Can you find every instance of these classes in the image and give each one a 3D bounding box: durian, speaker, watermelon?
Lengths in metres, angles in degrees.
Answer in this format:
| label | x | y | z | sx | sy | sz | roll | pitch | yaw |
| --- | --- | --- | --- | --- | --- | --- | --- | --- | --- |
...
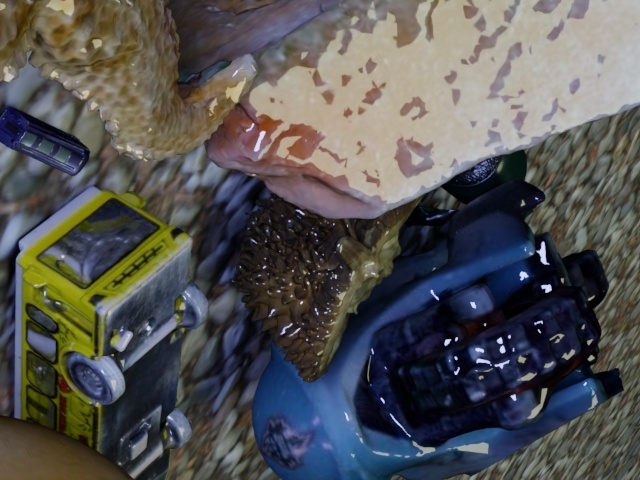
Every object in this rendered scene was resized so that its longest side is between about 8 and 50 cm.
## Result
| label | x | y | z | sx | sy | sz | roll | pitch | yaw |
| --- | --- | --- | --- | --- | --- | --- | --- | --- | --- |
| durian | 0.000 | 0.000 | 1.135 | 0.148 | 0.091 | 0.188 | -57 | -178 | -1 |
| speaker | 0.098 | -0.041 | 1.344 | 0.094 | 0.060 | 0.075 | -57 | 158 | 2 |
| watermelon | 0.050 | -0.125 | 0.867 | 0.302 | 0.264 | 0.151 | -41 | 119 | -10 |

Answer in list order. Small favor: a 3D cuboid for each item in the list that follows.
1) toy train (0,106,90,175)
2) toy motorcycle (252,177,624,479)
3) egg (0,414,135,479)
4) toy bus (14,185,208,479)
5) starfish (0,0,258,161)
| label | x | y | z | sx | sy | sz | roll | pitch | yaw |
| --- | --- | --- | --- | --- | --- | --- | --- | --- | --- |
| toy train | -0.125 | -0.044 | 0.903 | 0.017 | 0.017 | 0.083 | -56 | 160 | 3 |
| toy motorcycle | 0.081 | 0.073 | 1.328 | 0.232 | 0.172 | 0.416 | -24 | -178 | 11 |
| egg | -0.184 | 0.224 | 0.833 | 0.322 | 0.250 | 0.250 | -55 | 160 | 6 |
| toy bus | -0.112 | 0.075 | 1.027 | 0.081 | 0.074 | 0.226 | -41 | 155 | -33 |
| starfish | -0.110 | -0.125 | 0.580 | 0.302 | 0.060 | 0.299 | -42 | 127 | -43 |
